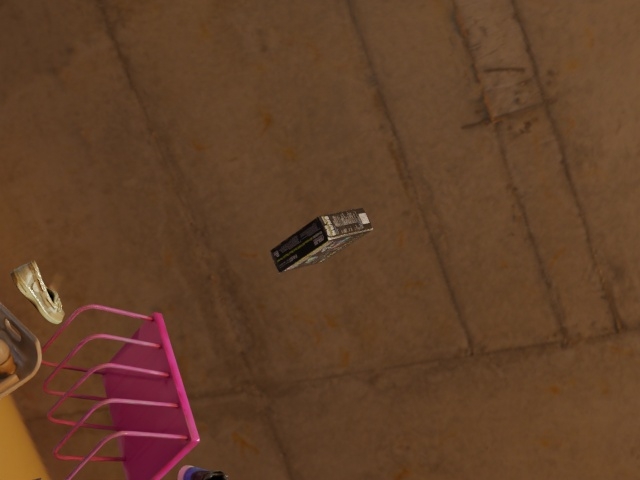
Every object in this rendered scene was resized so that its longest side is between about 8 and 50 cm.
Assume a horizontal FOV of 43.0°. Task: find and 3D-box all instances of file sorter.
[{"bbox_3d":[-0.386,0.292,1.489,0.202,0.182,0.290,-46,-131,24],"label":"file sorter"}]

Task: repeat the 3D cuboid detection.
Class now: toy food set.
[{"bbox_3d":[-0.672,0.231,1.438,0.220,0.306,0.092,26,-39,43],"label":"toy food set"}]

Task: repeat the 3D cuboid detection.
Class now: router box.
[{"bbox_3d":[0.000,0.000,1.149,0.122,0.092,0.038,-34,-105,44],"label":"router box"}]

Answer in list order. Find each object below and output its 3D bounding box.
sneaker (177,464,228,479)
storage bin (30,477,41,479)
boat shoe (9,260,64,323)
[{"bbox_3d":[-0.204,0.490,1.603,0.085,0.058,0.152,2,-32,40],"label":"sneaker"},{"bbox_3d":[-0.555,0.495,1.447,0.135,0.098,0.091,-20,-87,16],"label":"storage bin"},{"bbox_3d":[-0.480,0.092,1.411,0.056,0.048,0.153,48,-13,41],"label":"boat shoe"}]
